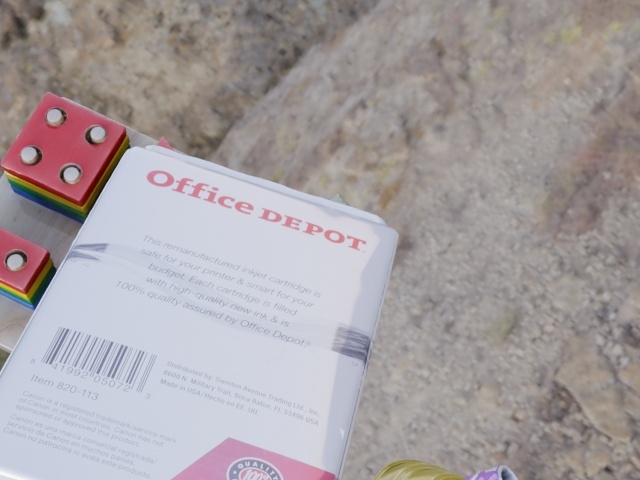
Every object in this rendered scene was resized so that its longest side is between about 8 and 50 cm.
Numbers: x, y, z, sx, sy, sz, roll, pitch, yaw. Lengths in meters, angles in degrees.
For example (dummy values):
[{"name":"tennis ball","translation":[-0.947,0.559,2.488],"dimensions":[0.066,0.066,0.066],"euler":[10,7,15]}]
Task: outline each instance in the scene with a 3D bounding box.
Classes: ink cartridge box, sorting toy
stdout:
[{"name":"ink cartridge box","translation":[-0.078,0.089,0.723],"dimensions":[0.283,0.207,0.117],"euler":[-72,-1,-47]},{"name":"sorting toy","translation":[-0.214,-0.001,1.076],"dimensions":[0.257,0.255,0.089],"euler":[-62,-8,-22]}]

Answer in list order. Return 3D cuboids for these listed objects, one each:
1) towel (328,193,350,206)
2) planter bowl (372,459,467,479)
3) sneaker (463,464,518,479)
[{"name":"towel","translation":[0.000,0.000,1.368],"dimensions":[0.110,0.027,0.148],"euler":[-39,23,10]},{"name":"planter bowl","translation":[0.179,0.408,1.639],"dimensions":[0.090,0.217,0.217],"euler":[-45,29,43]},{"name":"sneaker","translation":[0.252,0.476,1.779],"dimensions":[0.161,0.102,0.282],"euler":[-37,24,39]}]
